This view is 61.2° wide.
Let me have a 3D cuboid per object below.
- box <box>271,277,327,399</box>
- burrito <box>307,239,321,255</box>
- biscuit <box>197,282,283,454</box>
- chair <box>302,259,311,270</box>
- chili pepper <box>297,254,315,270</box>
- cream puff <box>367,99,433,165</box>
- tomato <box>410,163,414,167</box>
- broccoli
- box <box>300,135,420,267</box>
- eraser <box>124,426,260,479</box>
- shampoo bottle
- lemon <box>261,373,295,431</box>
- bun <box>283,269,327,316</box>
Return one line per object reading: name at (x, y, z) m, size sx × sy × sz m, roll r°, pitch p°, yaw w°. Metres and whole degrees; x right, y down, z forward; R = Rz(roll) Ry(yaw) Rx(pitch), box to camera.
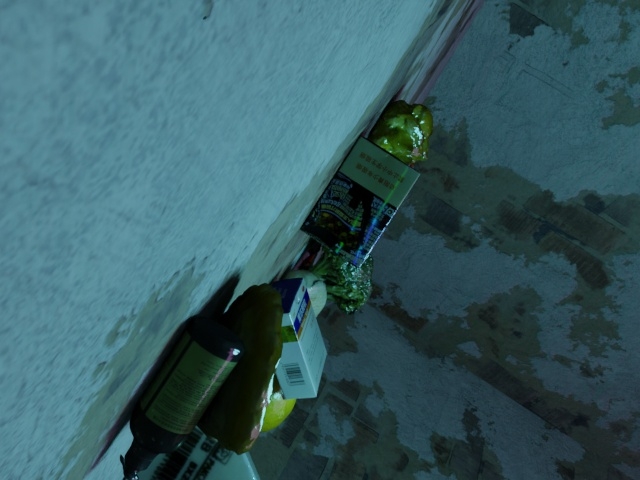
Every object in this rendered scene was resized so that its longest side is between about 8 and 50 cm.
box at (-0.077, 0.289, 1.601) m, size 0.200 × 0.106 × 0.299 m, roll -70°, pitch 149°, yaw -62°
burrito at (-0.002, -0.001, 2.088) m, size 0.171 × 0.042 × 0.051 m, roll -57°, pitch 177°, yaw -46°
biscuit at (-0.176, 0.244, 1.021) m, size 0.335 × 0.078 × 0.329 m, roll -38°, pitch -146°, yaw 46°
chair at (-0.054, 0.115, 2.170) m, size 0.086 × 0.037 × 0.042 m, roll 73°, pitch 36°, yaw -59°
chili pepper at (-0.059, 0.098, 2.223) m, size 0.178 × 0.027 × 0.045 m, roll -54°, pitch 150°, yaw -29°
cream puff at (0.244, -0.321, 1.695) m, size 0.244 × 0.196 × 0.244 m, roll -37°, pitch 132°, yaw -55°
tomato at (0.274, -0.309, 2.044) m, size 0.309 × 0.170 × 0.309 m, roll -55°, pitch 176°, yaw -6°
broccoli at (0.057, 0.111, 1.979) m, size 0.284 × 0.321 × 0.303 m, roll -19°, pitch -148°, yaw 3°
box at (0.111, -0.104, 1.486) m, size 0.310 × 0.198 × 0.084 m, roll -57°, pitch 177°, yaw 5°
eraser at (-0.301, 0.512, 1.329) m, size 0.331 × 0.331 × 0.150 m, roll -56°, pitch 174°, yaw -18°
shampoo bottle at (-0.239, 0.265, 0.884) m, size 0.283 × 0.101 × 0.101 m, roll -57°, pitch 176°, yaw 0°
lemon at (-0.206, 0.475, 1.726) m, size 0.293 × 0.293 × 0.293 m, roll -56°, pitch 176°, yaw -6°
bun at (-0.089, 0.207, 1.835) m, size 0.239 × 0.141 × 0.239 m, roll -30°, pitch 140°, yaw -29°
